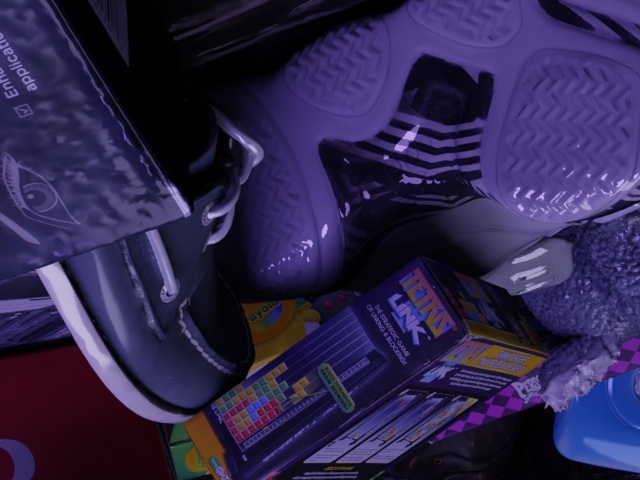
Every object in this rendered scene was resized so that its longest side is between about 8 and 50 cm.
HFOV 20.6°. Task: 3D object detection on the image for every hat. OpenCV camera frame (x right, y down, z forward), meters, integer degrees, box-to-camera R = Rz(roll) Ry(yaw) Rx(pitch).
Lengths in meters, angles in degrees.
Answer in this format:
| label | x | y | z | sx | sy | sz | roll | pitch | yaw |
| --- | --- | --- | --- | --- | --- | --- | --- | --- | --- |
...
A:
| label | x | y | z | sx | sy | sz | roll | pitch | yaw |
| --- | --- | --- | --- | --- | --- | --- | --- | --- | --- |
| hat | 0.094 | 0.171 | 1.718 | 0.331 | 0.331 | 0.134 | -12 | 125 | -15 |

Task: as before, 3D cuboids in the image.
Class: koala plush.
| label | x | y | z | sx | sy | sz | roll | pitch | yaw |
| --- | --- | --- | --- | --- | --- | --- | --- | --- | --- |
| koala plush | 0.207 | 0.003 | 1.164 | 0.203 | 0.196 | 0.221 | 6 | 157 | -30 |

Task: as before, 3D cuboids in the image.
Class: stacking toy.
| label | x | y | z | sx | sy | sz | roll | pitch | yaw |
| --- | --- | --- | --- | --- | --- | --- | --- | --- | --- |
| stacking toy | 0.301 | 0.105 | 1.694 | 0.166 | 0.175 | 0.302 | 7 | -171 | 0 |

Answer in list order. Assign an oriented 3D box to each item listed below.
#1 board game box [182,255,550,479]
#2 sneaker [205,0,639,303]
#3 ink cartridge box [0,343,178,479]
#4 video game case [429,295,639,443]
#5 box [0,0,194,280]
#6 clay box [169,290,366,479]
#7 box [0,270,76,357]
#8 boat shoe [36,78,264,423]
| label | x | y | z | sx | sy | sz | roll | pitch | yaw |
| --- | --- | --- | --- | --- | --- | --- | --- | --- | --- |
| board game box | 0.028 | 0.073 | 0.876 | 0.141 | 0.048 | 0.170 | -37 | 163 | 11 |
| sneaker | 0.104 | -0.056 | 0.900 | 0.366 | 0.137 | 0.210 | -19 | 168 | 33 |
| ink cartridge box | -0.247 | 0.154 | 1.004 | 0.309 | 0.130 | 0.272 | -10 | 163 | -27 |
| video game case | 0.198 | 0.056 | 1.410 | 0.232 | 0.042 | 0.210 | -25 | -162 | 30 |
| box | -0.143 | -0.062 | 0.544 | 0.158 | 0.093 | 0.156 | -18 | 135 | 10 |
| clay box | -0.004 | 0.066 | 1.080 | 0.222 | 0.053 | 0.127 | -20 | 151 | -25 |
| box | -0.211 | 0.037 | 1.021 | 0.307 | 0.076 | 0.242 | -27 | 163 | 38 |
| boat shoe | -0.073 | -0.020 | 0.751 | 0.099 | 0.116 | 0.319 | -20 | 144 | 6 |
